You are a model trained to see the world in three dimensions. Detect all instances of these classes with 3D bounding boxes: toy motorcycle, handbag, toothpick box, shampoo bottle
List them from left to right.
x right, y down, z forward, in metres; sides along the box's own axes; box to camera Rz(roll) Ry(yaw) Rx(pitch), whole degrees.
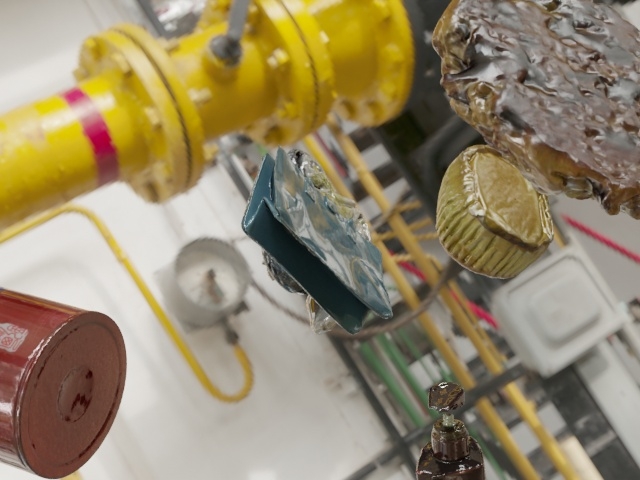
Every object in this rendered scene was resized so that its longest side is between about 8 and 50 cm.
[{"bbox_3d":[-0.429,0.147,1.324,0.333,0.204,0.204,13,12,22],"label":"toothpick box"},{"bbox_3d":[0.000,0.000,1.315,0.057,0.221,0.144,-30,34,26],"label":"handbag"},{"bbox_3d":[0.003,0.009,1.559,0.108,0.223,0.340,-32,20,22],"label":"toy motorcycle"},{"bbox_3d":[0.125,0.245,1.032,0.067,0.236,0.068,-6,20,1],"label":"shampoo bottle"}]

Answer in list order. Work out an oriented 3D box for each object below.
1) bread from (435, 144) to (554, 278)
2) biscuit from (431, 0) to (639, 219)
[{"bbox_3d":[0.333,-0.057,2.118,0.142,0.228,0.253,122,160,-43],"label":"bread"},{"bbox_3d":[0.264,-0.141,1.116,0.289,0.334,0.081,-33,-22,-37],"label":"biscuit"}]
